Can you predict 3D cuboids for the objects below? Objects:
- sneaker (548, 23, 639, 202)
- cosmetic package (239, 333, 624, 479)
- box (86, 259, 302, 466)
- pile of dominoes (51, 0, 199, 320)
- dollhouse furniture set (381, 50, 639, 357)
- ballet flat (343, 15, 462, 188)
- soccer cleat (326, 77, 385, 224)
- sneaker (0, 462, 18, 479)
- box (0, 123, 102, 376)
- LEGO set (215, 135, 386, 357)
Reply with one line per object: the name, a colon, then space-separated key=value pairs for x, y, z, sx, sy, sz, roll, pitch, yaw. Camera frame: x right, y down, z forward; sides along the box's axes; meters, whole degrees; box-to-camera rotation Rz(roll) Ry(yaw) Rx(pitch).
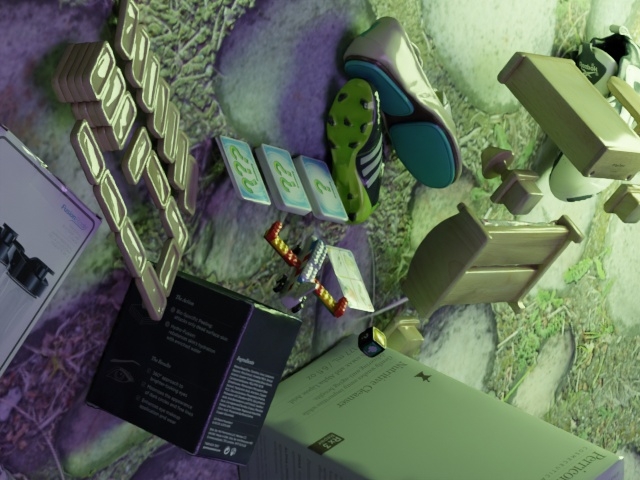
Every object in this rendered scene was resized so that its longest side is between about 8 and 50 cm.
sneaker: x=0.345 y=-0.175 z=2.247 sx=0.235 sy=0.094 sz=0.153 roll=-50 pitch=133 yaw=-16
cosmetic package: x=0.114 y=0.268 z=1.918 sx=0.217 sy=0.385 sz=0.156 roll=-31 pitch=129 yaw=-40
box: x=-0.125 y=0.120 z=1.743 sx=0.093 sy=0.156 sz=0.158 roll=22 pitch=89 yaw=-53
pile of dominoes: x=-0.182 y=-0.078 z=1.652 sx=0.196 sy=0.040 sz=0.251 roll=-75 pitch=155 yaw=-44
dollhouse furniture set: x=0.228 y=-0.038 z=2.153 sx=0.303 sy=0.174 sz=0.355 roll=1 pitch=135 yaw=-48
ballet flat: x=0.105 y=-0.157 z=1.969 sx=0.086 sy=0.086 sz=0.248 roll=-55 pitch=140 yaw=-18
soccer cleat: x=0.044 y=-0.103 z=1.938 sx=0.072 sy=0.060 sz=0.179 roll=-37 pitch=140 yaw=-48
sneaker: x=-0.286 y=0.245 z=1.651 sx=0.282 sy=0.102 sz=0.161 roll=-5 pitch=107 yaw=-50
box: x=-0.332 y=0.048 z=1.511 sx=0.290 sy=0.087 sz=0.169 roll=-59 pitch=141 yaw=-13
LEGO set: x=0.000 y=0.000 z=1.801 sx=0.060 sy=0.244 sz=0.182 roll=-33 pitch=154 yaw=28
